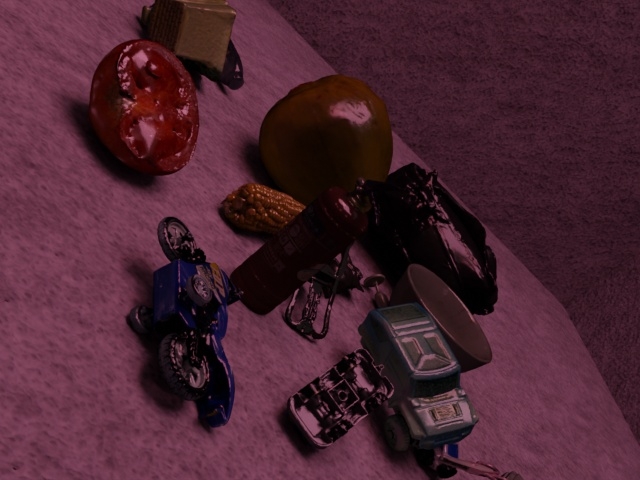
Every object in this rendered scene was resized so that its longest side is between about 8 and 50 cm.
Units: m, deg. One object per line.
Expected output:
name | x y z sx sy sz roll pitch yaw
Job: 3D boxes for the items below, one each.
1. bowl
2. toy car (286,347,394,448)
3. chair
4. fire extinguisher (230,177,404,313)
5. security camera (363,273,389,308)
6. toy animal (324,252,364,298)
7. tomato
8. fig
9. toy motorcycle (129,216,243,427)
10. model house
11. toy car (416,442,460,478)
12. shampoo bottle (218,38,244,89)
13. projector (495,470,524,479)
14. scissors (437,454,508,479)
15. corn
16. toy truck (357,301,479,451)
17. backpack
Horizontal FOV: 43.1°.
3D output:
bowl | 0.253 0.208 1.894 0.289 0.146 0.289 41 20 -19
toy car | 0.024 0.261 1.307 0.191 0.100 0.097 -29 77 -37
chair | -0.026 0.078 1.588 0.106 0.113 0.229 30 67 -26
fire extinguisher | 0.000 0.000 1.388 0.102 0.344 0.138 37 23 -34
security camera | 0.141 0.133 1.949 0.058 0.058 0.092 26 41 -51
toy animal | 0.040 0.062 1.782 0.148 0.084 0.232 53 15 6
tomato | -0.321 -0.224 1.419 0.200 0.139 0.233 7 80 -55
fig | 0.018 -0.215 1.938 0.343 0.343 0.343 43 19 -19
toy motorcycle | -0.174 0.109 1.154 0.169 0.113 0.315 45 25 -44
model house | -0.333 -0.507 1.957 0.189 0.195 0.214 9 23 -28
toy car | 0.222 0.387 1.586 0.080 0.070 0.171 36 22 -38
shampoo bottle | -0.263 -0.492 2.157 0.049 0.087 0.234 25 30 -51
projector | 0.374 0.560 1.555 0.192 0.099 0.256 54 18 16
scissors | 0.287 0.428 1.524 0.176 0.022 0.085 24 8 -30
corn | -0.093 -0.051 1.683 0.101 0.101 0.291 59 17 25
toy truck | 0.175 0.257 1.523 0.155 0.156 0.279 -7 49 -24
backpack | 0.310 0.019 2.165 0.446 0.255 0.363 58 -3 18
